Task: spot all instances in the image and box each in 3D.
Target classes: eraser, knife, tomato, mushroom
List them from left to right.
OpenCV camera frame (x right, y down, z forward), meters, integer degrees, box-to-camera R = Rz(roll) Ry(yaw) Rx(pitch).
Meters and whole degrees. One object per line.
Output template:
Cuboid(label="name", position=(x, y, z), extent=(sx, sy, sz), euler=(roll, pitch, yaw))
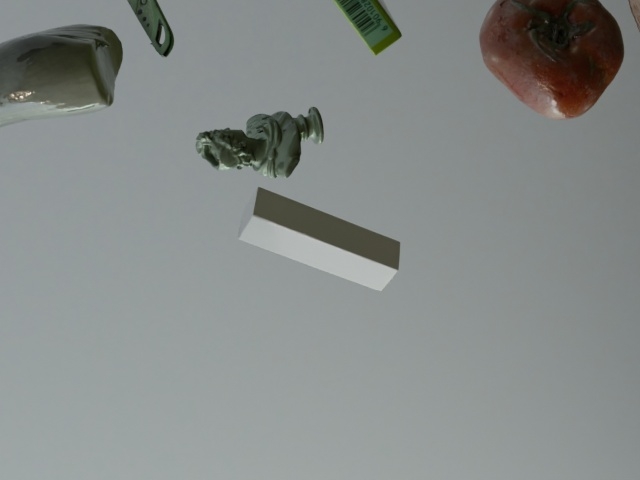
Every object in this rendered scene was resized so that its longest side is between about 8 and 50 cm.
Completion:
Cuboid(label="mushroom", position=(-0.423, -0.198, 1.363), extent=(0.159, 0.328, 0.122), euler=(-113, 7, -81))
Cuboid(label="knife", position=(-0.263, -0.367, 1.388), extent=(0.293, 0.043, 0.020), euler=(61, -164, 16))
Cuboid(label="eraser", position=(0.000, -0.001, 1.939), extent=(0.078, 0.298, 0.076), euler=(124, 160, -44))
Cuboid(label="tomato", position=(0.371, -0.312, 1.623), extent=(0.095, 0.236, 0.237), euler=(118, 162, -72))

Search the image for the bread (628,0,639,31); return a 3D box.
Cuboid(label="bread", position=(0.410, -0.136, 0.924), extent=(0.389, 0.183, 0.236), euler=(64, -162, -13))

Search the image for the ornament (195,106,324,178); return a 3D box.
Cuboid(label="ornament", position=(-0.043, -0.075, 0.795), extent=(0.092, 0.068, 0.041), euler=(-37, -36, -34))

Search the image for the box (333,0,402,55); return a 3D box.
Cuboid(label="box", position=(-0.029, -0.376, 1.170), extent=(0.335, 0.047, 0.187), euler=(49, -165, -32))
